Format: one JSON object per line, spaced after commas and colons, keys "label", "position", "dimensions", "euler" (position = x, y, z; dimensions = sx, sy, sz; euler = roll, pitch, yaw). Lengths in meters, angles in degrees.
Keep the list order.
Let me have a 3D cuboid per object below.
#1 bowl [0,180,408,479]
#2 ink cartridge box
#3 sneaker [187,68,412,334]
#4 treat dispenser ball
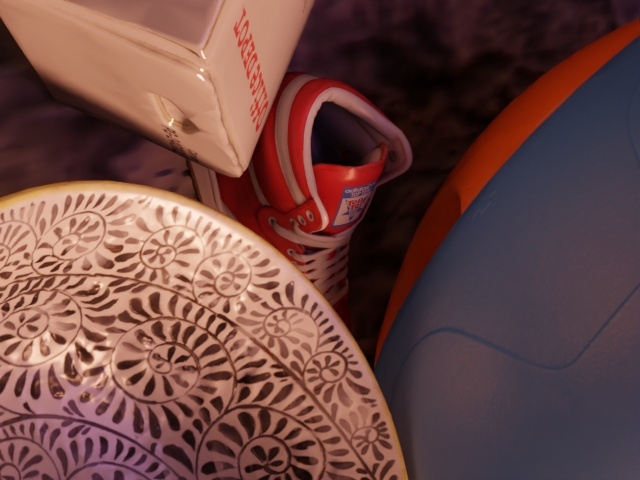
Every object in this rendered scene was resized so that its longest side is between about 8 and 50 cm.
{"label": "bowl", "position": [-0.064, 0.076, 0.442], "dimensions": [0.170, 0.080, 0.170], "euler": [15, 65, -34]}
{"label": "ink cartridge box", "position": [-0.024, -0.105, 0.436], "dimensions": [0.109, 0.063, 0.150], "euler": [79, 32, -78]}
{"label": "sneaker", "position": [0.000, 0.000, 0.514], "dimensions": [0.042, 0.067, 0.118], "euler": [-38, 123, -32]}
{"label": "treat dispenser ball", "position": [0.158, 0.062, 0.528], "dimensions": [0.288, 0.288, 0.288], "euler": [-11, 106, -43]}
